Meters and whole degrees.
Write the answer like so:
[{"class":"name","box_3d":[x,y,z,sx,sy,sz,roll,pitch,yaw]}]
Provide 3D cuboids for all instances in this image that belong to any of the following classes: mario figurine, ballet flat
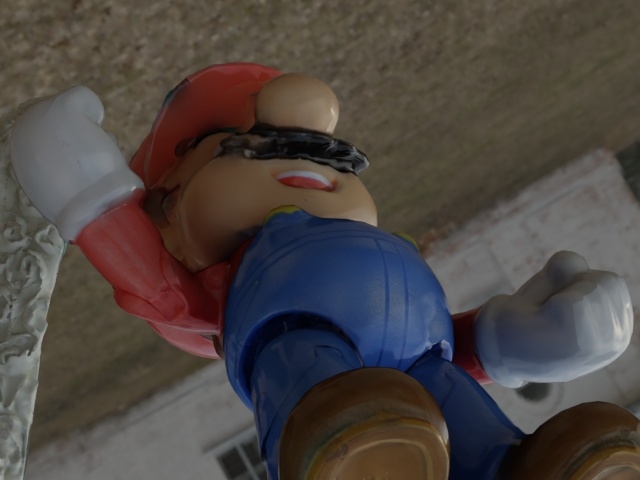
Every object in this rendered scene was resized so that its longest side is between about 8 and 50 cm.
[{"class":"mario figurine","box_3d":[0.000,0.000,0.511,0.170,0.198,0.320,-40,-147,-2]},{"class":"ballet flat","box_3d":[-0.248,0.043,0.878,0.147,0.409,0.147,1,146,1]}]
